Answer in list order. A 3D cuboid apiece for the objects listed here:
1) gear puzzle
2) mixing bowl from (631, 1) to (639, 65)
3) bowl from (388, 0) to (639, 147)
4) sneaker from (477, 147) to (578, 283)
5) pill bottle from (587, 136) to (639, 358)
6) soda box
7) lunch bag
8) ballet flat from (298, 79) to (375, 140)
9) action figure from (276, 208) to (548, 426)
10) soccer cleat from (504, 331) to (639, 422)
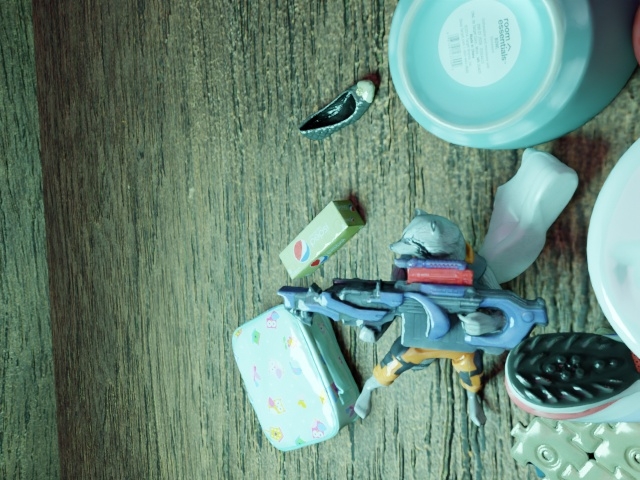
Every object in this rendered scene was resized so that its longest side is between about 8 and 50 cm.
[{"bbox_3d":[0.397,0.206,0.592,0.175,0.044,0.339,37,114,33],"label":"gear puzzle"},{"bbox_3d":[0.390,-0.219,0.454,0.181,0.098,0.181,1,110,2],"label":"mixing bowl"},{"bbox_3d":[0.206,-0.237,0.555,0.312,0.163,0.311,20,128,27],"label":"bowl"},{"bbox_3d":[0.272,-0.030,0.658,0.094,0.080,0.212,-114,38,-47],"label":"sneaker"},{"bbox_3d":[0.367,-0.008,0.378,0.204,0.361,0.204,6,99,40],"label":"pill bottle"},{"bbox_3d":[0.000,0.000,0.892,0.181,0.058,0.061,-44,67,35],"label":"soda box"},{"bbox_3d":[-0.045,0.268,0.928,0.224,0.108,0.279,-33,75,33],"label":"lunch bag"},{"bbox_3d":[0.031,-0.234,0.844,0.173,0.049,0.057,-30,77,39],"label":"ballet flat"},{"bbox_3d":[0.121,0.108,0.672,0.341,0.178,0.330,10,116,12],"label":"action figure"},{"bbox_3d":[0.376,0.154,0.516,0.318,0.116,0.108,-7,57,16],"label":"soccer cleat"}]
